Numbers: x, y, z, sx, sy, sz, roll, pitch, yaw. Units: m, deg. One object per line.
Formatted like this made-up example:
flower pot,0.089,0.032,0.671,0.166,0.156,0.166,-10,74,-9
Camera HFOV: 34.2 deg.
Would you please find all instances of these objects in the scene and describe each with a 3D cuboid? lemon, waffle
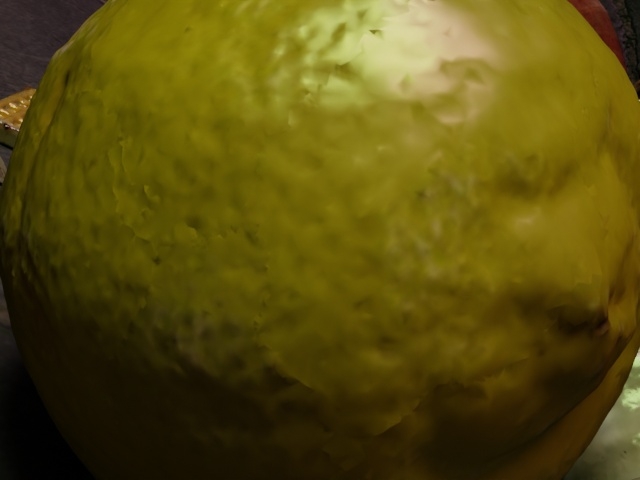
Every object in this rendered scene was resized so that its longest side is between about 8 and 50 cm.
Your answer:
lemon,0.000,0.000,0.536,0.348,0.348,0.348,24,19,-9
waffle,-0.246,-0.104,0.933,0.092,0.021,0.135,26,19,-4

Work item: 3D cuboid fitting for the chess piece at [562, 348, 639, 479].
chess piece,0.206,0.182,0.607,0.182,0.182,0.330,24,26,-8

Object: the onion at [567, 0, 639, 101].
onion,0.205,-0.167,1.229,0.354,0.353,0.353,24,19,-9

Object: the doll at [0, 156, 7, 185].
doll,-0.267,-0.051,0.641,0.115,0.105,0.221,26,20,18
